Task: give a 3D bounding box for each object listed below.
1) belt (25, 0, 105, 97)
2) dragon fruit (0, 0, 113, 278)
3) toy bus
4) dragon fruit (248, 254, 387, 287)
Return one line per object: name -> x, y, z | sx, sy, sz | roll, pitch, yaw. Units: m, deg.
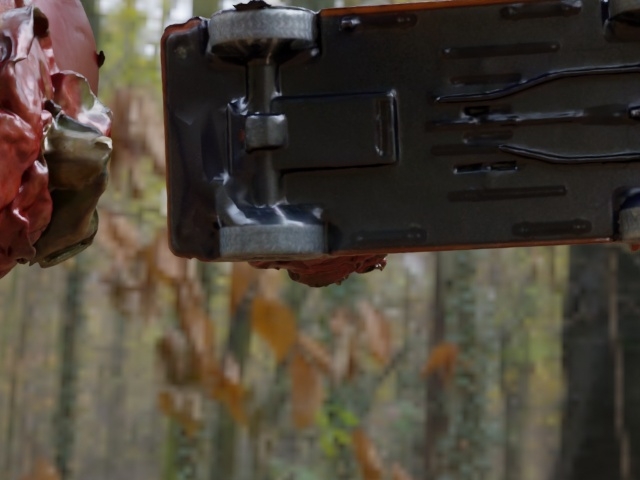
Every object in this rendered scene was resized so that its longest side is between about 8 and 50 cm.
belt -> -0.299, -0.134, 1.651 | 0.227, 0.115, 0.324 | 7, -45, 1
dragon fruit -> -0.219, -0.098, 1.282 | 0.205, 0.317, 0.152 | 11, -38, -27
toy bus -> 0.084, -0.060, 1.104 | 0.329, 0.143, 0.153 | -4, -3, 11
dragon fruit -> 0.000, 0.000, 1.410 | 0.106, 0.083, 0.162 | 33, -15, -26
